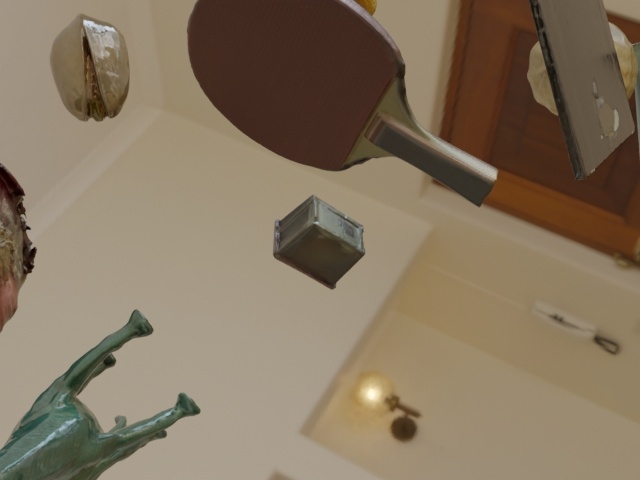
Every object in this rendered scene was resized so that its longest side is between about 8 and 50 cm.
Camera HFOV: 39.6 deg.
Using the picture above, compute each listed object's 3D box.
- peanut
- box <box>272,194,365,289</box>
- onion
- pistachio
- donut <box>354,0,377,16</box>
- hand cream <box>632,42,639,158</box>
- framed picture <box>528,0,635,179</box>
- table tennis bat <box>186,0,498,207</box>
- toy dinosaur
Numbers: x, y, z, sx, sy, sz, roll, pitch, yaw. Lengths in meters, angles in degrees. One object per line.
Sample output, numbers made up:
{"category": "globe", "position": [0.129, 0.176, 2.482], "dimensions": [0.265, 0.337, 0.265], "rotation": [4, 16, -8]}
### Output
{"category": "peanut", "position": [0.315, -0.204, 1.064], "dimensions": [0.257, 0.124, 0.123], "rotation": [-24, -44, -68]}
{"category": "box", "position": [0.000, 0.000, 0.945], "dimensions": [0.063, 0.085, 0.060], "rotation": [-42, 30, 33]}
{"category": "onion", "position": [-0.470, 0.019, 1.052], "dimensions": [0.272, 0.195, 0.272], "rotation": [-1, -90, -78]}
{"category": "pistachio", "position": [-0.309, -0.230, 1.201], "dimensions": [0.113, 0.149, 0.113], "rotation": [-16, -21, -6]}
{"category": "donut", "position": [-0.005, -0.322, 1.066], "dimensions": [0.075, 0.190, 0.174], "rotation": [-40, 19, 16]}
{"category": "hand cream", "position": [0.471, -0.137, 1.204], "dimensions": [0.070, 0.111, 0.312], "rotation": [-103, 0, -58]}
{"category": "framed picture", "position": [0.222, -0.233, 0.804], "dimensions": [0.244, 0.013, 0.323], "rotation": [-30, -75, -57]}
{"category": "table tennis bat", "position": [0.014, -0.089, 0.561], "dimensions": [0.019, 0.220, 0.130], "rotation": [-59, 0, -43]}
{"category": "toy dinosaur", "position": [-0.284, 0.224, 0.810], "dimensions": [0.331, 0.129, 0.383], "rotation": [-38, -7, -30]}
